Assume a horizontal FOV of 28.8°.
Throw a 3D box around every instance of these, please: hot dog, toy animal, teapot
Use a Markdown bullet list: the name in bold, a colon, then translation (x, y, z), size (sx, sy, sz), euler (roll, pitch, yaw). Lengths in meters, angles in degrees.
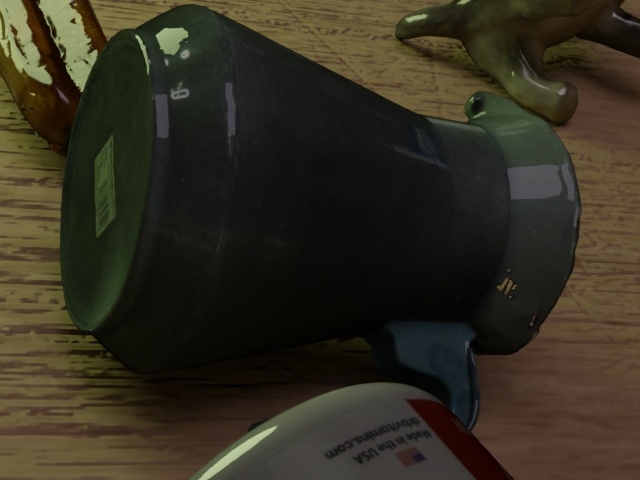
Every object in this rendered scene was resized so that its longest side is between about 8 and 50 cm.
- **hot dog**: translation (-0.163, -0.112, 0.748), size (0.072, 0.055, 0.188), euler (-1, 41, -28)
- **toy animal**: translation (0.188, -0.189, 0.952), size (0.168, 0.121, 0.233), euler (23, 44, 32)
- **teapot**: translation (0.000, 0.000, 0.611), size (0.225, 0.171, 0.203), euler (7, 70, -25)

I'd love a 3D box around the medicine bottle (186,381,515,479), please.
- **medicine bottle**: translation (0.063, 0.192, 0.384), size (0.157, 0.157, 0.289), euler (-16, 50, -37)
